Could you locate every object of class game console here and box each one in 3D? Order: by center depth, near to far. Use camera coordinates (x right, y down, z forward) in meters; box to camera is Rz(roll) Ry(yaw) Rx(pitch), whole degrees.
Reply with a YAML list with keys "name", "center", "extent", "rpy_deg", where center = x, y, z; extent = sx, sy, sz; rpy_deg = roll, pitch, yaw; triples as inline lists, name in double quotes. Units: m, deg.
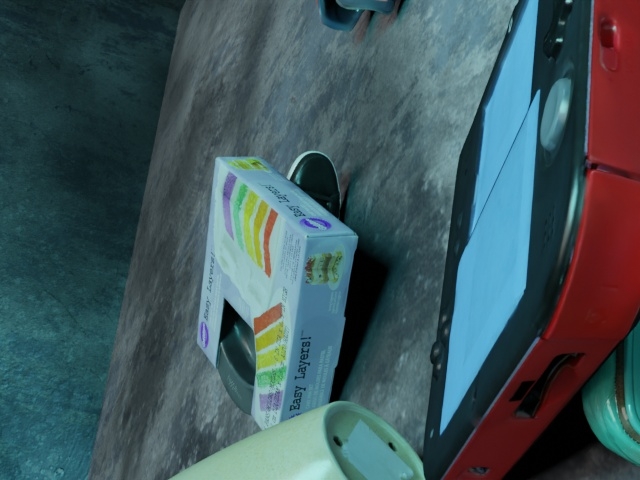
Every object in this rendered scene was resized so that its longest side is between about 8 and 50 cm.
- name: "game console"
  center: [0.134, -0.031, 0.704]
  extent: [0.386, 0.060, 0.342]
  rpy_deg: [102, 174, -60]

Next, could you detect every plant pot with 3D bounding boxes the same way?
- name: "plant pot"
  center: [-0.039, 0.269, 0.872]
  extent: [0.274, 0.256, 0.256]
  rpy_deg: [-47, 27, 22]

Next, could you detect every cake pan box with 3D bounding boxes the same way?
- name: "cake pan box"
  center: [-0.060, 0.065, 1.164]
  extent: [0.246, 0.070, 0.267]
  rpy_deg: [45, 132, 53]

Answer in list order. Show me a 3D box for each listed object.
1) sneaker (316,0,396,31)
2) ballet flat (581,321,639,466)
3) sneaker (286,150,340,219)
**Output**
- name: "sneaker"
  center: [0.081, -0.366, 1.256]
  extent: [0.350, 0.131, 0.148]
  rpy_deg: [141, 135, -69]
- name: "ballet flat"
  center: [0.198, 0.016, 0.625]
  extent: [0.087, 0.083, 0.247]
  rpy_deg: [116, 167, -69]
- name: "sneaker"
  center: [0.000, 0.000, 1.226]
  extent: [0.121, 0.079, 0.217]
  rpy_deg: [-172, 90, -68]
